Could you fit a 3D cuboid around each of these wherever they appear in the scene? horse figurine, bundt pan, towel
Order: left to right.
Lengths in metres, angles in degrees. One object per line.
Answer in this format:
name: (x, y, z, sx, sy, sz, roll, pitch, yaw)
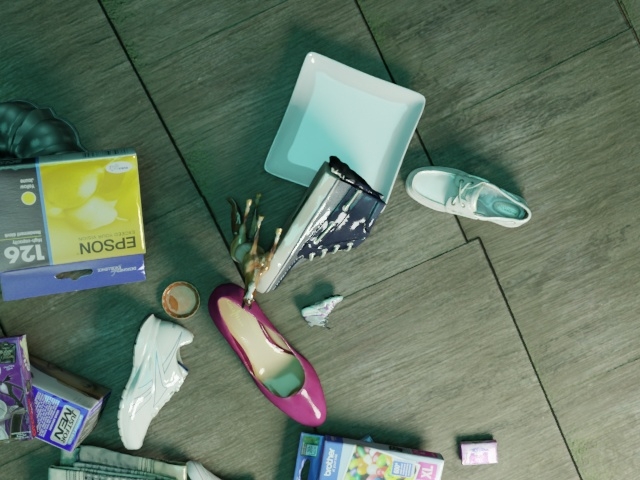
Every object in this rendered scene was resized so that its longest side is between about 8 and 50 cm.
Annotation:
bundt pan: (-0.666, -0.145, 1.768, 0.331, 0.124, 0.330, 0, 92, 0)
towel: (-0.447, 0.611, 1.801, 0.312, 0.056, 0.324, 5, 91, 14)
horse figurine: (-0.146, 0.007, 1.743, 0.066, 0.263, 0.174, 6, 115, -25)

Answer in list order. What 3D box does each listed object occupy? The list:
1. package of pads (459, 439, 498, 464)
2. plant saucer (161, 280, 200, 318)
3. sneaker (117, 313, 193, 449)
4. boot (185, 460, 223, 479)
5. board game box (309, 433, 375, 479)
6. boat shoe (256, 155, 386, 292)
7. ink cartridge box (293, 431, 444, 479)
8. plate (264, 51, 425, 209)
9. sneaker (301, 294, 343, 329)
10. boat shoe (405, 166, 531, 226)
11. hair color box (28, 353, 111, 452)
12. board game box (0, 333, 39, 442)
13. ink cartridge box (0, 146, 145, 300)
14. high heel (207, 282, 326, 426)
package of pads: (0.351, 0.469, 1.850, 0.083, 0.032, 0.050, -4, 91, -1)
plant saucer: (-0.306, 0.131, 1.837, 0.084, 0.013, 0.083, 0, 92, -1)
sneaker: (-0.359, 0.313, 1.801, 0.129, 0.111, 0.297, 14, 93, -7)
boot: (-0.181, 0.562, 1.829, 0.123, 0.095, 0.258, -36, 94, -13)
board game box: (0.099, 0.561, 1.847, 0.160, 0.039, 0.211, -33, 93, 0)
boat shoe: (0.000, 0.000, 1.767, 0.158, 0.127, 0.340, 30, 111, -12)
ink cartridge box: (0.096, 0.529, 1.798, 0.311, 0.065, 0.185, 10, 91, 0)
plate: (0.053, -0.231, 1.811, 0.278, 0.045, 0.277, 21, 92, -2)
sneaker: (0.013, 0.163, 1.833, 0.098, 0.038, 0.069, -23, 94, 10)
boat shoe: (0.322, -0.098, 1.794, 0.277, 0.096, 0.098, 14, 93, -1)
hair color box: (-0.632, 0.310, 1.755, 0.339, 0.185, 0.110, 25, 92, -2)
board game box: (-0.742, 0.307, 1.640, 0.347, 0.056, 0.208, -7, 89, 1)
ink cartridge box: (-0.519, -0.025, 1.717, 0.304, 0.072, 0.307, -9, 111, -17)
high heel: (-0.113, 0.255, 1.760, 0.127, 0.181, 0.377, -39, 92, 1)
